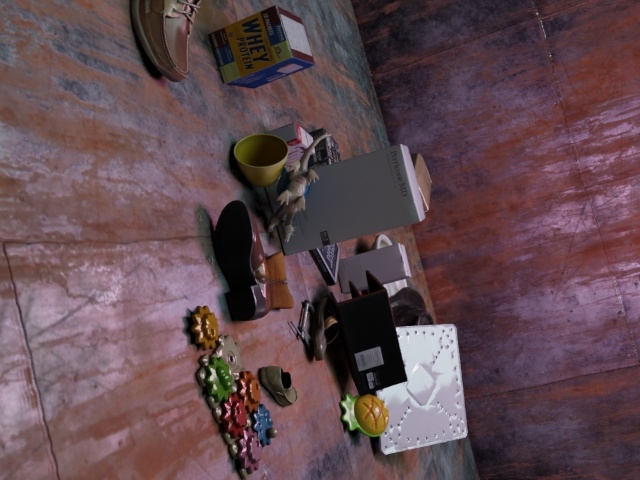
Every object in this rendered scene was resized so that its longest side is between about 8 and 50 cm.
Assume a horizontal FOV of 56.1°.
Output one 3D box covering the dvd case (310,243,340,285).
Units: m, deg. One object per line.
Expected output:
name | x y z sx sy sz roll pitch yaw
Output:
dvd case | 0.000 0.000 1.897 0.179 0.029 0.239 -81 148 -52

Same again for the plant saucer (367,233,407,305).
plant saucer | 0.255 0.177 2.382 0.400 0.100 0.400 -16 90 -72

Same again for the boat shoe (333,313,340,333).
boat shoe | 0.075 0.276 1.861 0.125 0.046 0.038 57 24 -34

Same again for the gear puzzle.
gear puzzle | -0.164 0.272 1.165 0.175 0.044 0.339 -54 126 -67

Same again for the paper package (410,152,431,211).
paper package | 0.282 -0.199 2.437 0.325 0.309 0.168 -64 132 -65

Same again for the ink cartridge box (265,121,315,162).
ink cartridge box | -0.087 -0.286 1.766 0.135 0.099 0.056 25 52 -66

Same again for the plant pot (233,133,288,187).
plant pot | -0.146 -0.189 1.503 0.095 0.134 0.134 92 0 -46

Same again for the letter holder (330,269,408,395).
letter holder | 0.131 0.266 1.799 0.214 0.152 0.302 -124 -162 -71

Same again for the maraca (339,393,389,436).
maraca | 0.128 0.508 1.755 0.185 0.099 0.127 20 47 -36

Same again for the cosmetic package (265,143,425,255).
cosmetic package | 0.073 -0.108 1.631 0.156 0.385 0.217 -21 94 -72

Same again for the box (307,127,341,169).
box | 0.015 -0.274 2.089 0.147 0.077 0.180 35 42 -62

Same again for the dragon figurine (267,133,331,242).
dragon figurine | -0.063 -0.139 1.530 0.144 0.085 0.289 168 -61 -78

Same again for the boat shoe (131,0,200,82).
boat shoe | -0.314 -0.490 1.242 0.123 0.116 0.324 11 64 -70

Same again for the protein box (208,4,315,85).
protein box | -0.150 -0.508 1.603 0.201 0.200 0.136 -32 105 -71

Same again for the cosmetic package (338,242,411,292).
cosmetic package | 0.178 0.096 2.013 0.085 0.231 0.117 20 57 -68

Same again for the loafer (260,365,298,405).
loafer | -0.083 0.327 1.347 0.148 0.050 0.056 54 27 -46

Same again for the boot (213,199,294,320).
boot | -0.129 0.042 1.382 0.280 0.096 0.264 -6 81 -72

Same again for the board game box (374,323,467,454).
board game box | 0.324 0.485 2.021 0.390 0.050 0.390 2 78 -34

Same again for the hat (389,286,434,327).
hat | 0.324 0.338 2.174 0.331 0.134 0.331 -9 103 -41

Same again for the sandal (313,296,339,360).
sandal | 0.020 0.244 1.664 0.219 0.060 0.090 -77 160 -59

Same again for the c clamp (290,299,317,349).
c clamp | -0.034 0.220 1.623 0.161 0.022 0.137 -76 147 -58
